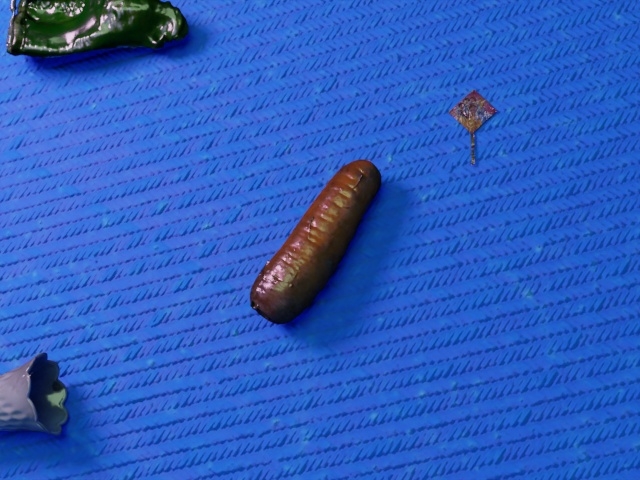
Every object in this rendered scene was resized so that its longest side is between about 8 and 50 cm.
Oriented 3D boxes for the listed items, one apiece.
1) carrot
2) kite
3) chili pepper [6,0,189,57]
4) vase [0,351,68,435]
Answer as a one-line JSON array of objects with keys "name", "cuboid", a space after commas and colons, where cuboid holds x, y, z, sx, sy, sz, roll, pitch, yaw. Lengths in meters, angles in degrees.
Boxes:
[{"name": "carrot", "cuboid": [0.000, 0.000, 1.361, 0.060, 0.060, 0.186, 30, 75, 24]}, {"name": "kite", "cuboid": [0.153, -0.112, 1.397, 0.044, 0.002, 0.078, -23, 63, 5]}, {"name": "chili pepper", "cuboid": [-0.245, -0.232, 1.525, 0.216, 0.062, 0.108, 8, 77, 18]}, {"name": "vase", "cuboid": [-0.324, 0.161, 1.373, 0.149, 0.081, 0.081, -14, 65, 14]}]
